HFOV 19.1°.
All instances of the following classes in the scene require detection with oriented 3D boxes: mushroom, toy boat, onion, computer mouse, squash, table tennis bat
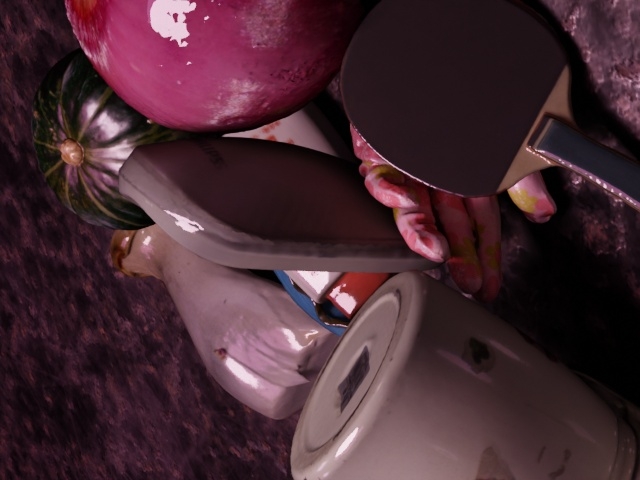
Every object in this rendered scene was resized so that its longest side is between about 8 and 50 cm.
[{"bbox_3d":[-0.103,0.063,2.116,0.329,0.122,0.159,41,107,32],"label":"mushroom"},{"bbox_3d":[0.007,0.032,1.938,0.185,0.075,0.077,56,157,7],"label":"toy boat"},{"bbox_3d":[-0.116,-0.276,1.665,0.358,0.345,0.358,-12,72,40],"label":"onion"},{"bbox_3d":[-0.022,-0.039,1.700,0.197,0.331,0.095,41,122,48],"label":"computer mouse"},{"bbox_3d":[-0.213,-0.118,2.064,0.218,0.172,0.218,29,129,44],"label":"squash"},{"bbox_3d":[0.155,-0.105,1.562,0.301,0.022,0.173,30,94,17],"label":"table tennis bat"}]

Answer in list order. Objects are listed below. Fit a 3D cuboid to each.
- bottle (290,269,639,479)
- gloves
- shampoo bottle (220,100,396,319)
[{"bbox_3d":[0.170,0.190,1.638,0.352,0.229,0.229,29,152,-13],"label":"bottle"},{"bbox_3d":[0.109,-0.064,1.659,0.126,0.145,0.241,7,111,68],"label":"gloves"},{"bbox_3d":[0.000,0.000,1.873,0.153,0.071,0.284,-37,79,15],"label":"shampoo bottle"}]
